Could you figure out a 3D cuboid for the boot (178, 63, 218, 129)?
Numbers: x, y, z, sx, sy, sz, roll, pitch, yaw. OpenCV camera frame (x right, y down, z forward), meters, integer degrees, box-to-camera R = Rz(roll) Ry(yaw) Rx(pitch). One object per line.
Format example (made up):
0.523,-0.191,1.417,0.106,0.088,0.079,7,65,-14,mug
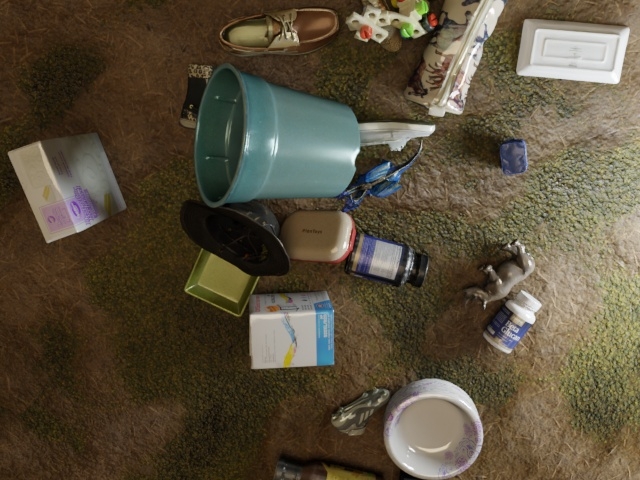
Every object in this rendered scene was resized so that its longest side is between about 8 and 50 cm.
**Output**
-0.264,-0.382,1.663,0.237,0.085,0.178,8,101,1,boot

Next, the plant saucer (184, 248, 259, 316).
-0.281,0.104,1.799,0.189,0.045,0.188,26,104,-1,plant saucer

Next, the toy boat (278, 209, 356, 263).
0.000,0.000,1.709,0.231,0.151,0.150,4,70,28,toy boat

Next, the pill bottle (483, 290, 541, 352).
0.550,0.229,1.736,0.094,0.094,0.169,32,104,-3,pill bottle

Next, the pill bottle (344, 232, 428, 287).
0.185,0.061,1.711,0.219,0.123,0.122,15,104,0,pill bottle

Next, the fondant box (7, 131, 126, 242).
-0.659,-0.152,1.622,0.096,0.330,0.238,-17,102,9,fondant box

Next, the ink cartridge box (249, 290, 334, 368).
-0.087,0.251,1.735,0.233,0.171,0.168,-2,105,-6,ink cartridge box

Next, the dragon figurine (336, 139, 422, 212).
0.165,-0.166,1.647,0.289,0.144,0.085,-26,100,10,dragon figurine

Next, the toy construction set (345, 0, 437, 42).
0.187,-0.614,1.482,0.215,0.151,0.327,32,71,-41,toy construction set

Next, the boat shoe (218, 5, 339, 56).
-0.112,-0.543,1.592,0.324,0.120,0.122,-9,103,7,boat shoe

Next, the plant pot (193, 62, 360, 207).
-0.104,-0.245,1.528,0.334,0.341,0.340,1,106,-30,plant pot

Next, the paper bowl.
0.327,0.546,1.803,0.285,0.148,0.284,1,104,4,paper bowl

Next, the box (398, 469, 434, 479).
0.283,0.813,1.852,0.103,0.184,0.261,6,103,3,box

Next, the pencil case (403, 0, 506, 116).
0.355,-0.513,1.530,0.160,0.183,0.410,22,105,-1,pencil case

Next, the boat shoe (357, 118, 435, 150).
0.196,-0.286,1.656,0.228,0.079,0.081,1,110,10,boat shoe

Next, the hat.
-0.207,-0.041,1.649,0.332,0.331,0.133,29,62,-3,hat

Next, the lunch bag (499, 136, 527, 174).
0.522,-0.231,1.644,0.067,0.065,0.098,-3,105,21,lunch bag

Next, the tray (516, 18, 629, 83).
0.660,-0.495,1.587,0.271,0.030,0.145,6,105,3,tray

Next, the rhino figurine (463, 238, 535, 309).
0.500,0.110,1.723,0.106,0.073,0.243,44,104,-3,rhino figurine

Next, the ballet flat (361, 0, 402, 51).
0.151,-0.589,1.586,0.073,0.067,0.206,-28,100,13,ballet flat

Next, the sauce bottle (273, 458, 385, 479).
0.027,0.753,1.896,0.345,0.111,0.111,14,104,0,sauce bottle

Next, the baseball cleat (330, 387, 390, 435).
0.136,0.528,1.864,0.206,0.072,0.109,-28,114,15,baseball cleat
